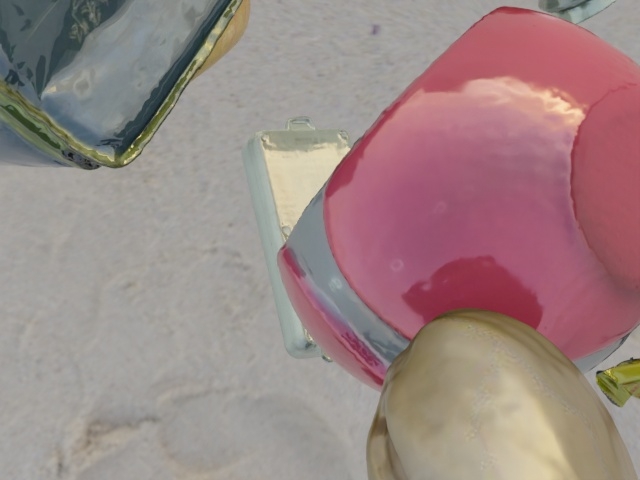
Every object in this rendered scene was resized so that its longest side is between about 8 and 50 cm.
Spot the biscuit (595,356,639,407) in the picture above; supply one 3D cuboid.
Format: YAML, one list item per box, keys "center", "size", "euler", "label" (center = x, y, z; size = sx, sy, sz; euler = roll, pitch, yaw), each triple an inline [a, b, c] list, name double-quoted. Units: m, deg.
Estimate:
- center: [0.346, 0.086, 0.957]
  size: [0.292, 0.026, 0.048]
  euler: [-19, 137, 39]
  label: "biscuit"

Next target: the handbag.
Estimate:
- center: [-0.208, -0.177, 0.874]
  size: [0.222, 0.241, 0.263]
  euler: [46, 60, -30]
  label: "handbag"

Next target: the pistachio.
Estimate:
- center: [0.105, 0.141, 0.672]
  size: [0.153, 0.237, 0.137]
  euler: [0, 138, -13]
  label: "pistachio"

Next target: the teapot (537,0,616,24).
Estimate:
- center: [0.214, -0.343, 1.257]
  size: [0.183, 0.183, 0.251]
  euler: [-33, 110, 12]
  label: "teapot"

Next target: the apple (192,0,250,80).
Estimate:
- center: [-0.242, -0.282, 1.427]
  size: [0.299, 0.299, 0.275]
  euler: [-35, 98, 12]
  label: "apple"

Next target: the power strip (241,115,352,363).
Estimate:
- center: [0.000, 0.000, 1.292]
  size: [0.118, 0.046, 0.270]
  euler: [-4, 68, -27]
  label: "power strip"

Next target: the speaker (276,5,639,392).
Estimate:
- center: [0.108, -0.016, 0.887]
  size: [0.294, 0.294, 0.294]
  euler: [1, 99, 8]
  label: "speaker"
